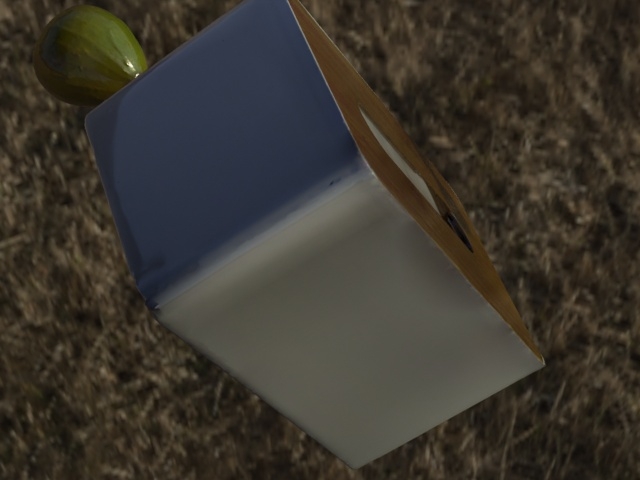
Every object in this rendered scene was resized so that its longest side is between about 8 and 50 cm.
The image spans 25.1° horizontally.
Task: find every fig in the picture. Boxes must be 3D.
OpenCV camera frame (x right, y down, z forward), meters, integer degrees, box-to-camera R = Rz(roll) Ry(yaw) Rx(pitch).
[{"bbox_3d":[-0.160,-0.128,1.031,0.088,0.074,0.074,24,62,16],"label":"fig"}]

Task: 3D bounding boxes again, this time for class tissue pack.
[{"bbox_3d":[0.000,0.001,0.820,0.136,0.246,0.159,-33,51,12],"label":"tissue pack"}]
